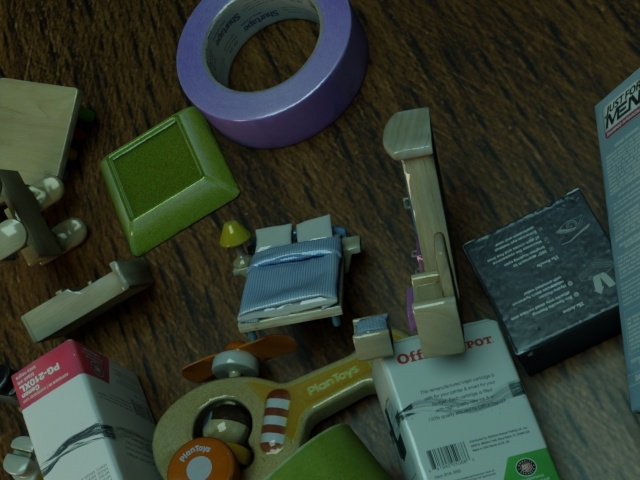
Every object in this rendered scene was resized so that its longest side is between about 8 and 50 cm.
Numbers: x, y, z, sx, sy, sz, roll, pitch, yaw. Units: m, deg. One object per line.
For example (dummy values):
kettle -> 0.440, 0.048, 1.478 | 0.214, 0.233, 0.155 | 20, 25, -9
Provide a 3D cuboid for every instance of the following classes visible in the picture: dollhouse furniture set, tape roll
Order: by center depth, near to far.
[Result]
dollhouse furniture set -> 0.000, 0.000, 1.174 | 0.303, 0.198, 0.286 | -11, 24, 10
dollhouse furniture set -> -0.373, -0.003, 1.400 | 0.161, 0.212, 0.242 | -30, 87, 9
tape roll -> -0.072, -0.277, 1.469 | 0.274, 0.090, 0.275 | -8, 64, 17

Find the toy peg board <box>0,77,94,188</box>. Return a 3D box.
toy peg board -> -0.444, -0.164, 1.584 | 0.161, 0.079, 0.161 | 11, 87, 25

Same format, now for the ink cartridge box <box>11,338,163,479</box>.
ink cartridge box -> -0.274, 0.267, 1.253 | 0.100, 0.172, 0.237 | -32, 60, 6

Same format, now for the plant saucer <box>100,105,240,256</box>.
plant saucer -> -0.238, -0.100, 1.479 | 0.188, 0.045, 0.188 | -31, 60, 7

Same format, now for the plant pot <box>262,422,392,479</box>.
plant pot -> 0.039, 0.391, 1.027 | 0.293, 0.275, 0.275 | 42, 86, 18

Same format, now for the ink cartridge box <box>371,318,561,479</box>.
ink cartridge box -> 0.159, 0.210, 1.127 | 0.153, 0.087, 0.209 | -11, 62, -11

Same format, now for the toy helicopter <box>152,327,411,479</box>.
toy helicopter -> -0.045, 0.198, 1.244 | 0.355, 0.140, 0.235 | -26, 51, -3

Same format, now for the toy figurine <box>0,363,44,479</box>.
toy figurine -> -0.439, 0.291, 1.331 | 0.209, 0.148, 0.213 | -34, 57, -3

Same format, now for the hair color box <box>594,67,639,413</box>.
hair color box -> 0.426, 0.002, 1.084 | 0.185, 0.113, 0.375 | 9, 65, -18

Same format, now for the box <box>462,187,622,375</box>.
box -> 0.277, 0.051, 1.180 | 0.155, 0.093, 0.158 | -26, 59, 7
